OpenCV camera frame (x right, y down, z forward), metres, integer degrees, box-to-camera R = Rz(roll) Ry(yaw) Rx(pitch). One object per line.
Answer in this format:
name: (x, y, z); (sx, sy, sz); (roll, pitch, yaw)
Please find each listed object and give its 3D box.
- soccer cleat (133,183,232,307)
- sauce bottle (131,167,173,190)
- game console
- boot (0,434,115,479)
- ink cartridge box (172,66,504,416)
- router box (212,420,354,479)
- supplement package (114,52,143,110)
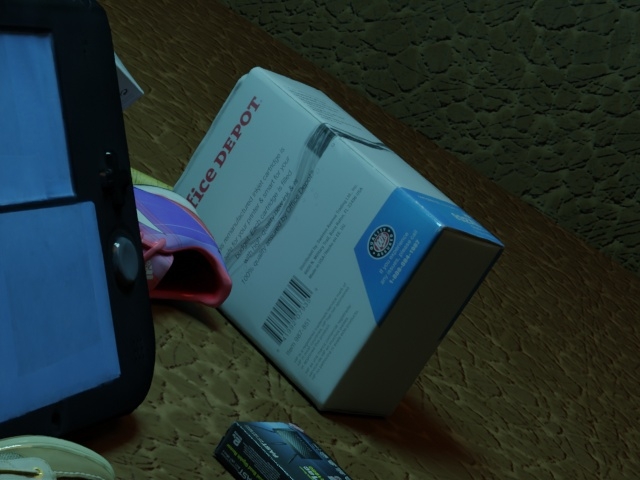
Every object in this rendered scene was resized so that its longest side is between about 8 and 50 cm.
soccer cleat: (-0.205, -0.005, 1.729); (0.318, 0.109, 0.116); (16, 26, -53)
sauce bottle: (-0.216, -0.062, 2.003); (0.128, 0.042, 0.042); (24, 17, -23)
game console: (-0.230, -0.017, 1.348); (0.060, 0.342, 0.386); (-3, 4, 19)
boot: (-0.190, 0.197, 1.156); (0.213, 0.077, 0.165); (10, 26, -44)
ink cartridge box: (0.000, 0.000, 1.885); (0.307, 0.223, 0.129); (42, 17, 34)
router box: (-0.019, 0.204, 1.554); (0.122, 0.038, 0.092); (41, 18, 30)
supplement package: (-0.331, -0.195, 1.722); (0.262, 0.204, 0.145); (55, 3, 29)
